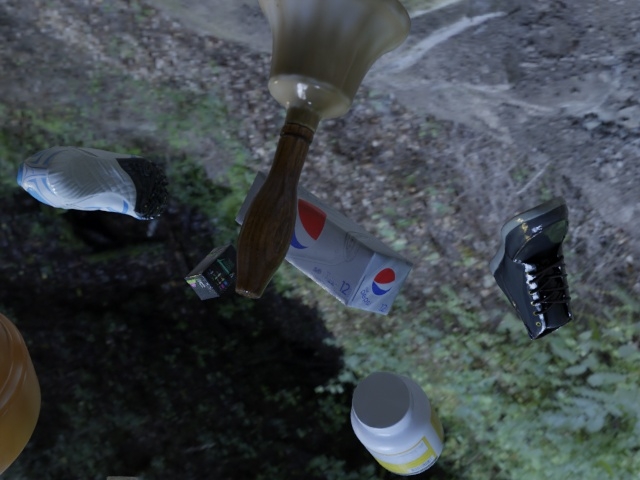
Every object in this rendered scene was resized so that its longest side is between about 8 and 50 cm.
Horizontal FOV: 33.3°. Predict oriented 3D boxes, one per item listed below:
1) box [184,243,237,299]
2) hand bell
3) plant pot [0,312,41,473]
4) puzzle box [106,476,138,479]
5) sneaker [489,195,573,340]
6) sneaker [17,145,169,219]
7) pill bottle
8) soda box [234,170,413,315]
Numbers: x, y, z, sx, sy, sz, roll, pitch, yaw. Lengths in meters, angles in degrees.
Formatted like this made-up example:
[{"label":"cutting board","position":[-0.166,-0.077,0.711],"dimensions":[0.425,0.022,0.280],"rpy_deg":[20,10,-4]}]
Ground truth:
[{"label":"box","position":[-0.178,0.054,1.825],"dimensions":[0.052,0.083,0.062],"rpy_deg":[53,147,-16]},{"label":"hand bell","position":[-0.020,-0.072,0.813],"dimensions":[0.126,0.126,0.242],"rpy_deg":[5,71,32]},{"label":"plant pot","position":[-0.345,0.084,0.859],"dimensions":[0.205,0.205,0.188],"rpy_deg":[23,136,27]},{"label":"puzzle box","position":[-0.296,0.581,1.537],"dimensions":[0.409,0.052,0.272],"rpy_deg":[-107,26,-55]},{"label":"sneaker","position":[0.271,0.035,1.273],"dimensions":[0.083,0.222,0.118],"rpy_deg":[-23,69,-8]},{"label":"sneaker","position":[-0.286,-0.076,1.383],"dimensions":[0.086,0.237,0.085],"rpy_deg":[10,89,33]},{"label":"pill bottle","position":[0.097,0.234,1.385],"dimensions":[0.103,0.184,0.103],"rpy_deg":[-7,63,13]},{"label":"soda box","position":[0.000,0.000,1.599],"dimensions":[0.286,0.098,0.091],"rpy_deg":[36,103,42]}]
